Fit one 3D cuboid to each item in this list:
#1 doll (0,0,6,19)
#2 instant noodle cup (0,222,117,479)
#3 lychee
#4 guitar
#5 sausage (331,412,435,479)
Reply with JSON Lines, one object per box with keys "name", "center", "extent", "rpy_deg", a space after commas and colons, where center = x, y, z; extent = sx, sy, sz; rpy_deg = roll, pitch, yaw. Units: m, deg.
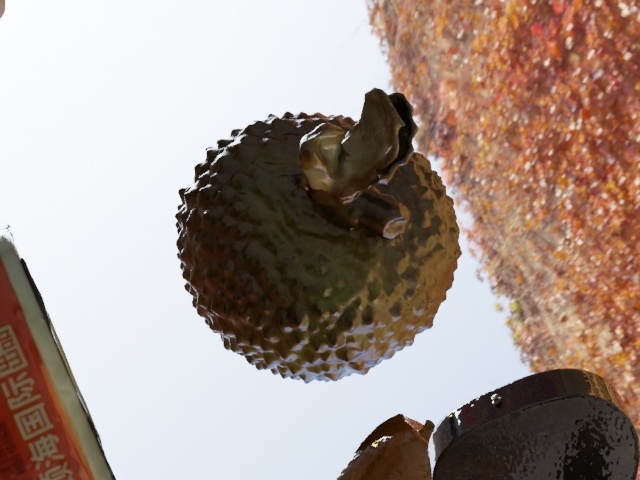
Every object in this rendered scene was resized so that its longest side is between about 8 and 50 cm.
{"name": "doll", "center": [-0.543, -0.276, 0.885], "extent": [0.366, 0.376, 0.186], "rpy_deg": [-12, -73, -44]}
{"name": "instant noodle cup", "center": [-0.285, 0.134, 0.519], "extent": [0.308, 0.294, 0.293], "rpy_deg": [-24, -107, -17]}
{"name": "lychee", "center": [-0.002, 0.004, 0.879], "extent": [0.270, 0.320, 0.269], "rpy_deg": [-1, -87, -16]}
{"name": "guitar", "center": [0.130, 0.158, 0.431], "extent": [0.088, 0.025, 0.233], "rpy_deg": [-26, -69, 13]}
{"name": "sausage", "center": [-0.003, 0.264, 0.601], "extent": [0.112, 0.112, 0.328], "rpy_deg": [32, -95, 8]}
